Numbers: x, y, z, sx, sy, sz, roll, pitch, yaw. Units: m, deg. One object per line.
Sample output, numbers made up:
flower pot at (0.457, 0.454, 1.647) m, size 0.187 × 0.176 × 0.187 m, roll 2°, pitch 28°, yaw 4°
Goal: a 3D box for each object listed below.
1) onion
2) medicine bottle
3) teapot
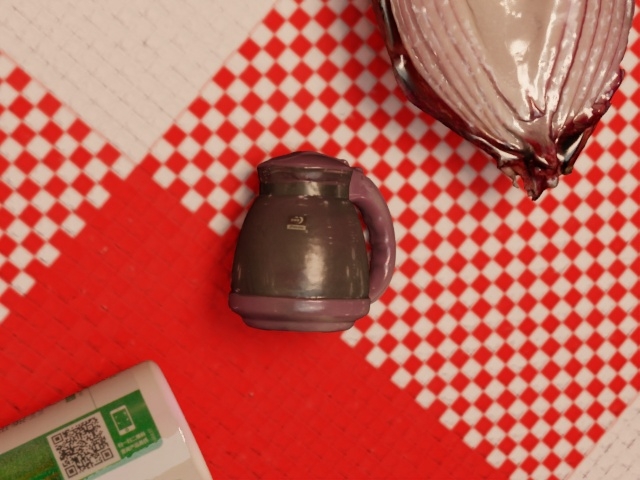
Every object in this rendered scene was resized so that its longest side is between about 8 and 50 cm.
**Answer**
onion at (0.143, -0.173, 1.188) m, size 0.227 × 0.120 × 0.284 m, roll -12°, pitch 101°, yaw -15°
medicine bottle at (-0.229, 0.209, 1.160) m, size 0.274 × 0.133 × 0.133 m, roll -26°, pitch 107°, yaw -10°
teapot at (0.000, 0.000, 1.193) m, size 0.148 × 0.116 × 0.146 m, roll 2°, pitch 91°, yaw -12°
